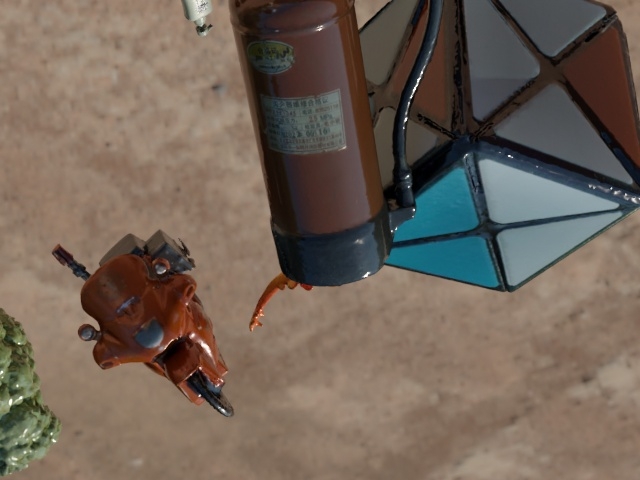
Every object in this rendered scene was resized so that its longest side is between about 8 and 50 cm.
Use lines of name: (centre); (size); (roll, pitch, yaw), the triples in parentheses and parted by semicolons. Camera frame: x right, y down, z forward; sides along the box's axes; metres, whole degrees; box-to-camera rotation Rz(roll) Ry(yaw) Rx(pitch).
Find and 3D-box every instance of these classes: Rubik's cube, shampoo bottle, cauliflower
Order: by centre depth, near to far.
Rubik's cube: (0.167, -0.115, 1.574); (0.248, 0.250, 0.246); (15, 147, -27)
cauliflower: (-0.478, 0.199, 1.836); (0.327, 0.260, 0.281); (26, 102, -12)
shampoo bottle: (-0.172, -0.330, 2.038); (0.049, 0.034, 0.141); (-34, 145, -18)

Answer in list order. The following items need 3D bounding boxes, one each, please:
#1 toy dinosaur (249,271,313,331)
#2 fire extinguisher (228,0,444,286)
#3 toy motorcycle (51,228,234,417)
toy dinosaur: (0.000, 0.000, 1.889); (0.070, 0.117, 0.288); (25, 92, -56)
fire extinguisher: (0.013, -0.154, 1.384); (0.200, 0.113, 0.376); (-24, 121, -20)
toy motorcycle: (-0.203, 0.083, 1.808); (0.148, 0.326, 0.221); (-41, 118, 2)
